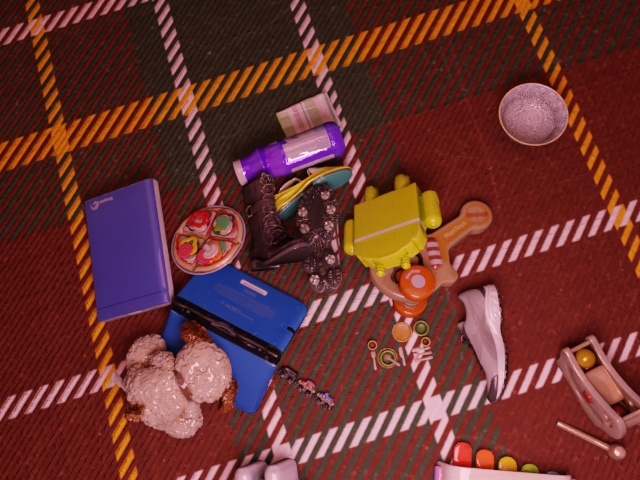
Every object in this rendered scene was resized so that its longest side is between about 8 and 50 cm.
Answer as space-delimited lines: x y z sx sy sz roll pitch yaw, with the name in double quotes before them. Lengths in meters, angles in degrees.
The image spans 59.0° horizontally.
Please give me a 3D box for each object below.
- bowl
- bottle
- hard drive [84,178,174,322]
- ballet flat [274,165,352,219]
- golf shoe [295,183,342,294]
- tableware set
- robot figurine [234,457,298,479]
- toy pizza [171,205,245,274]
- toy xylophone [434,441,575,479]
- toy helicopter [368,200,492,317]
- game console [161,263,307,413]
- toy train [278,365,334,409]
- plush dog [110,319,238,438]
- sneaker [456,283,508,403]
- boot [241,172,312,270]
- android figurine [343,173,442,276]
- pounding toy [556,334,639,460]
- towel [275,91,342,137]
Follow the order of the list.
"bowl" 0.533 -0.307 1.444 0.170 0.080 0.170 -1 77 4
"bottle" -0.081 -0.218 1.440 0.282 0.118 0.092 -20 103 -1
"hard drive" -0.483 0.025 1.420 0.210 0.040 0.319 -16 76 16
"ballet flat" -0.031 -0.142 1.446 0.231 0.077 0.077 -32 59 -2
"golf shoe" 0.000 0.000 1.386 0.105 0.120 0.273 -4 75 7
"tableware set" 0.191 0.249 1.361 0.154 0.024 0.104 -11 76 1
"robot figurine" -0.100 0.653 1.191 0.299 0.199 0.354 -13 75 21
"toy pizza" -0.285 -0.008 1.412 0.201 0.032 0.201 -8 57 13
"toy xylophone" 0.404 0.590 1.237 0.322 0.081 0.236 11 78 6
"toy helicopter" 0.266 0.004 1.383 0.355 0.140 0.235 -34 68 -16
"game console" -0.218 0.227 1.390 0.293 0.173 0.250 26 48 9
"toy train" -0.030 0.351 1.350 0.158 0.027 0.036 33 70 11
"plush dog" -0.307 0.310 1.260 0.225 0.210 0.263 -29 89 0
"sneaker" 0.381 0.242 1.324 0.107 0.100 0.272 -8 72 16
"boot" -0.122 -0.051 1.351 0.091 0.263 0.229 -2 80 -35
"android figurine" 0.163 -0.035 1.327 0.248 0.056 0.273 -21 45 22
"pounding toy" 0.602 0.361 1.243 0.154 0.154 0.270 -26 76 -3
"towel" -0.032 -0.325 1.512 0.152 0.023 0.113 -23 76 -2
